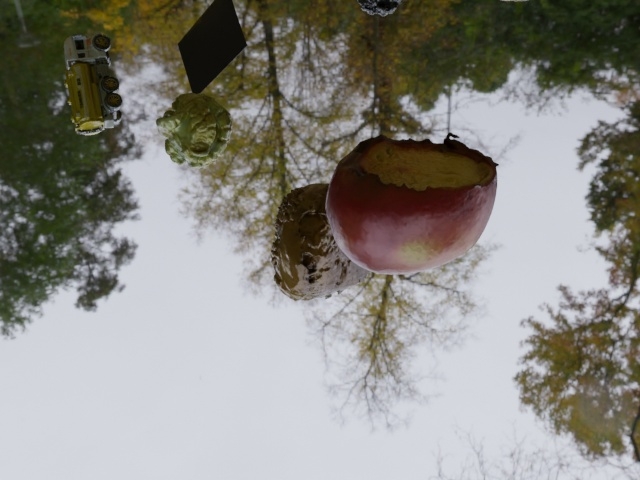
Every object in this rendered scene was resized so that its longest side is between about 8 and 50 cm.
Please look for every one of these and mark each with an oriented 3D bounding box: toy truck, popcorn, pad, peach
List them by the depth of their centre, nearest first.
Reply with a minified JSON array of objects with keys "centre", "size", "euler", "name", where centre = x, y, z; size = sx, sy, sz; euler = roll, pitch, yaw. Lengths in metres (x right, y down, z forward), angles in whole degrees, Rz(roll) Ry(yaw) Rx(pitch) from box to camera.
[{"centre":[0.124,-0.059,0.808],"size":[0.226,0.196,0.189],"euler":[-33,162,29],"name":"peach"},{"centre":[-0.229,-0.206,1.120],"size":[0.135,0.142,0.162],"euler":[-3,-176,14],"name":"popcorn"},{"centre":[-0.523,-0.357,1.366],"size":[0.113,0.227,0.098],"euler":[-10,171,-21],"name":"toy truck"},{"centre":[-0.273,-0.484,1.487],"size":[0.006,0.170,0.245],"euler":[-6,164,-46],"name":"pad"}]

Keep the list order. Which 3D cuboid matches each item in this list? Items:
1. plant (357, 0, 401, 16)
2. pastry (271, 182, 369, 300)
[{"centre":[0.160,-0.661,1.407],"size":[0.141,0.256,0.164],"euler":[7,165,14],"name":"plant"},{"centre":[0.000,0.000,1.273],"size":[0.161,0.255,0.310],"euler":[16,-177,27],"name":"pastry"}]
